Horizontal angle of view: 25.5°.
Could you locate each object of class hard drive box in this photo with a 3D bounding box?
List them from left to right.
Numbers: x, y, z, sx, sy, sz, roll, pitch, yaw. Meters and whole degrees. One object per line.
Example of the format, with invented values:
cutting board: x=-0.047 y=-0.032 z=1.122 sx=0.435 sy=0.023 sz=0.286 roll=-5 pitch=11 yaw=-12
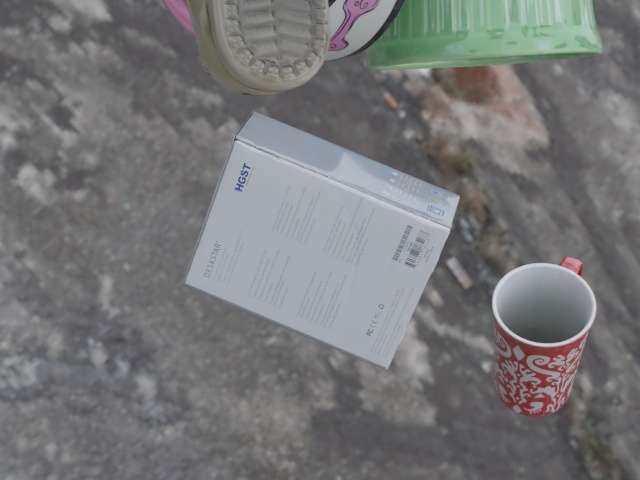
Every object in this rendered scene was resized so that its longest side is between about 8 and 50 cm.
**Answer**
hard drive box: x=0.000 y=0.000 z=1.444 sx=0.232 sy=0.181 sz=0.089 roll=23 pitch=27 yaw=1

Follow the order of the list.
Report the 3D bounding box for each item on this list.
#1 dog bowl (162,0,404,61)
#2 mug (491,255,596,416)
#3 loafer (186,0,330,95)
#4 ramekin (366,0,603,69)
dog bowl: x=-0.074 y=-0.398 z=1.656 sx=0.150 sy=0.408 sz=0.408 roll=-19 pitch=72 yaw=-37
mug: x=0.264 y=0.112 z=1.621 sx=0.113 sy=0.150 sz=0.169 roll=49 pitch=-22 yaw=32
loafer: x=-0.052 y=-0.212 z=0.892 sx=0.102 sy=0.092 sz=0.269 roll=9 pitch=71 yaw=-27
ramekin: x=0.206 y=-0.303 z=1.818 sx=0.303 sy=0.303 sz=0.148 roll=-12 pitch=100 yaw=-62
